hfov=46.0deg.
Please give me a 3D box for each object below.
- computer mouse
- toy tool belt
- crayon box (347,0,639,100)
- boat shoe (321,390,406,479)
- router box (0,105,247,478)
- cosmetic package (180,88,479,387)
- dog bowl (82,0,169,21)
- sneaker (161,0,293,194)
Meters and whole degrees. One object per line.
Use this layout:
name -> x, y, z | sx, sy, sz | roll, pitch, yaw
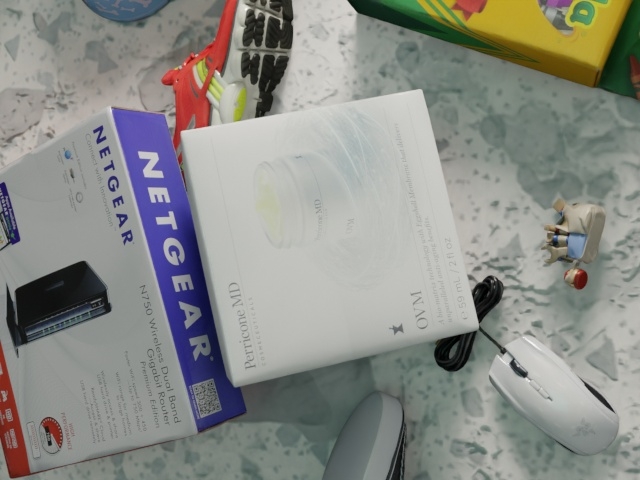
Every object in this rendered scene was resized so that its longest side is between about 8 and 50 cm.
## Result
computer mouse -> 0.205, 0.131, 0.731 | 0.193, 0.042, 0.106 | 40, 100, 15
toy tool belt -> 0.238, 0.002, 0.725 | 0.051, 0.052, 0.083 | 14, 90, 49
crayon box -> 0.200, -0.280, 0.722 | 0.318, 0.081, 0.202 | 22, 95, 17
boat shoe -> 0.049, 0.306, 0.753 | 0.102, 0.108, 0.301 | 17, 81, -14
router box -> -0.260, 0.065, 0.827 | 0.301, 0.082, 0.335 | -21, 82, 31
cosmetic package -> 0.000, 0.000, 0.707 | 0.224, 0.138, 0.224 | -12, 85, -9
dog bowl -> -0.210, -0.403, 0.862 | 0.166, 0.074, 0.297 | 29, 98, 16
sneaker -> -0.113, -0.184, 0.812 | 0.118, 0.107, 0.279 | 17, 94, 23
